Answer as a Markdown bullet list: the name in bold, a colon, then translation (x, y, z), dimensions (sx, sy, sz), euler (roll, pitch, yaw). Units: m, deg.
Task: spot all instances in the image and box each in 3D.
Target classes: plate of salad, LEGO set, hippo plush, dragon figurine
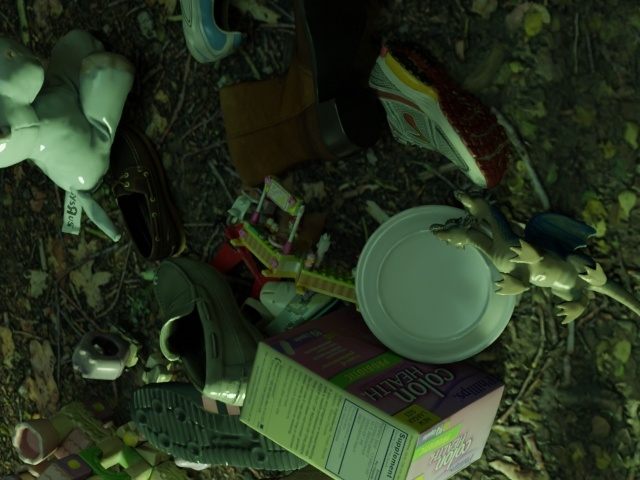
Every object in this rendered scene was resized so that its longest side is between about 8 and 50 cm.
- **plate of salad**: translation (0.143, 0.053, 1.755), dimensions (0.200, 0.048, 0.199), euler (2, 99, 9)
- **LEGO set**: translation (0.000, 0.000, 1.815), dimensions (0.287, 0.132, 0.107), euler (30, 113, 24)
- **hippo plush**: translation (-0.419, -0.165, 1.976), dimensions (0.234, 0.236, 0.294), euler (8, 90, 45)
- **dragon figurine**: translation (0.271, 0.022, 1.652), dimensions (0.289, 0.144, 0.085), euler (17, 115, -4)

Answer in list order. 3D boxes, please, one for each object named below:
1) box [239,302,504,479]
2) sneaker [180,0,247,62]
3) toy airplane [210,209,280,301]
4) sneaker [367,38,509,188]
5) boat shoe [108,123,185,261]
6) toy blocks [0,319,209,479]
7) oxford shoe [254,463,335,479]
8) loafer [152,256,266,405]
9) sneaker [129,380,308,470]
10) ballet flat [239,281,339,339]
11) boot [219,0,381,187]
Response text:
- **box**: translation (0.064, 0.200, 1.770), dimensions (0.243, 0.213, 0.117), euler (28, 116, 28)
- **sneaker**: translation (-0.162, -0.354, 1.887), dimensions (0.086, 0.085, 0.237), euler (-20, 86, 11)
- **toy airplane**: translation (-0.102, 0.025, 1.961), dimensions (0.151, 0.028, 0.151), euler (9, 105, 33)
- **sneaker**: translation (0.141, -0.142, 1.720), dimensions (0.225, 0.088, 0.092), euler (51, 129, 26)
- **boat shoe**: translation (-0.260, -0.069, 2.025), dimensions (0.073, 0.073, 0.207), euler (-31, 82, 40)
- **toy blocks**: translation (-0.333, 0.338, 2.061), dimensions (0.288, 0.260, 0.309), euler (38, 121, 23)
- **oxford shoe**: translation (0.012, 0.321, 1.929), dimensions (0.271, 0.097, 0.098), euler (-9, 79, 31)
- **loafer**: translation (-0.166, 0.113, 1.905), dimensions (0.319, 0.111, 0.112), euler (43, 125, 53)
- **sneaker**: translation (-0.111, 0.241, 1.958), dimensions (0.319, 0.131, 0.112), euler (7, 113, 31)
- **ballet flat**: translation (-0.065, 0.101, 1.921), dimensions (0.079, 0.077, 0.221), euler (45, 129, -8)
- **boot**: translation (-0.040, -0.216, 1.823), dimensions (0.280, 0.096, 0.264), euler (-11, 97, 57)
